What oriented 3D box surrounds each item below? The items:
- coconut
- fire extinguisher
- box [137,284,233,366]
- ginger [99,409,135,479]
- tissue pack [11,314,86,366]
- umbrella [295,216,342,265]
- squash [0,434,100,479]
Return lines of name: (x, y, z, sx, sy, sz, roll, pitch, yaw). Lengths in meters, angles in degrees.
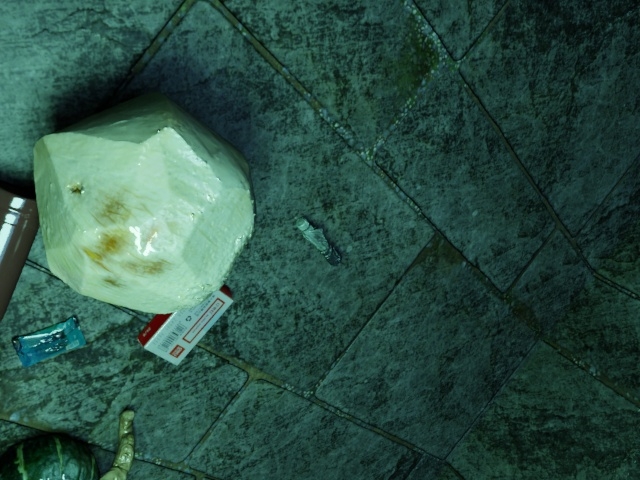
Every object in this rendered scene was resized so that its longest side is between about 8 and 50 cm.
coconut: (-0.332, -0.069, 1.169, 0.415, 0.344, 0.416, -3, 95, -37)
fire extinguisher: (-0.631, 0.053, 1.201, 0.114, 0.135, 0.337, 20, 97, -38)
box: (-0.325, 0.187, 1.551, 0.229, 0.050, 0.123, -50, 135, -3)
ginger: (-0.485, 0.550, 1.532, 0.065, 0.259, 0.149, 6, 139, -5)
tissue pack: (-0.592, 0.223, 1.390, 0.138, 0.028, 0.085, -20, 126, -23)
umbrella: (0.000, 0.000, 1.689, 0.050, 0.046, 0.188, -42, 128, 1)
squash: (-0.640, 0.570, 1.458, 0.252, 0.165, 0.252, -17, 126, -26)
